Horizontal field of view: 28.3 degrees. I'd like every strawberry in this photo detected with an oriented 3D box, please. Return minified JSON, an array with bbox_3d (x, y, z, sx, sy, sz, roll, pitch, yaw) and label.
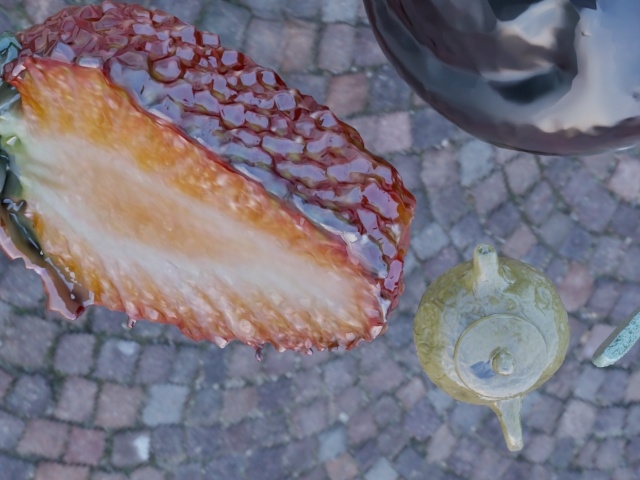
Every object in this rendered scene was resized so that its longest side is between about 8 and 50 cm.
[{"bbox_3d":[-0.074,-0.037,0.644,0.106,0.286,0.188,-54,152,-38],"label":"strawberry"}]

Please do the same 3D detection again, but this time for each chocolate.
[{"bbox_3d":[0.192,-0.205,0.901,0.331,0.384,0.383,-45,136,-53],"label":"chocolate"}]

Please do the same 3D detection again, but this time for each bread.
[{"bbox_3d":[0.473,0.138,1.932,0.036,0.112,0.193,46,64,8],"label":"bread"}]

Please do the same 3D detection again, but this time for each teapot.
[{"bbox_3d":[0.227,0.142,1.644,0.204,0.167,0.311,-10,111,2],"label":"teapot"}]
